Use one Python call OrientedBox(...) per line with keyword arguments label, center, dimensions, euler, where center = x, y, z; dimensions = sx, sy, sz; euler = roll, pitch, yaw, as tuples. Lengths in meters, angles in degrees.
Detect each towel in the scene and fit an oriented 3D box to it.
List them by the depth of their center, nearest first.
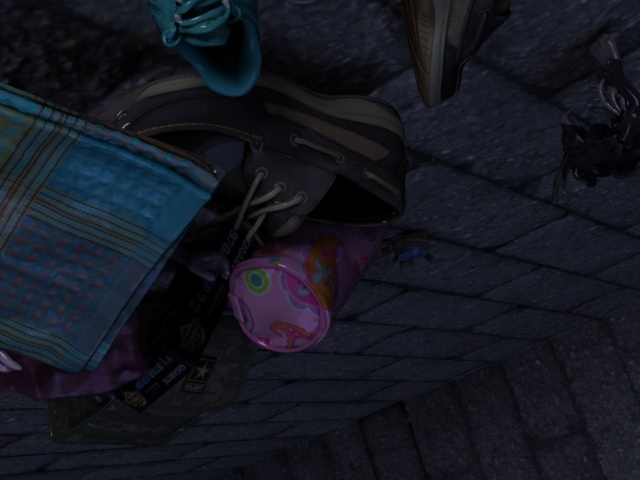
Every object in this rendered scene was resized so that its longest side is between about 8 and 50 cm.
OrientedBox(label="towel", center=(-0.300, -0.021, 0.793), dimensions=(0.370, 0.040, 0.271), euler=(21, 124, -28))

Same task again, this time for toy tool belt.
OrientedBox(label="toy tool belt", center=(0.133, 0.018, 1.525), dimensions=(0.083, 0.051, 0.052), euler=(-12, 160, -14))

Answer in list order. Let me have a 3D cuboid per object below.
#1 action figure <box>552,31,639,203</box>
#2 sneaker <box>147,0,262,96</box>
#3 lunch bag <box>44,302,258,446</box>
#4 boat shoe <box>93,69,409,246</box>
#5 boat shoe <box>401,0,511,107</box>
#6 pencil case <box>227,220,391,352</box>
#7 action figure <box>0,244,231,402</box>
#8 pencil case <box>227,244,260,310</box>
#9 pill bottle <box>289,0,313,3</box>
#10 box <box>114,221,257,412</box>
OrientedBox(label="action figure", center=(0.358, -0.157, 1.119), dimensions=(0.276, 0.141, 0.164), euler=(-31, 164, -6))
OrientedBox(label="sneaker", center=(-0.090, -0.194, 0.682), dimensions=(0.107, 0.109, 0.275), euler=(-19, 160, 6))
OrientedBox(label="lunch bag", center=(-0.260, 0.205, 1.546), dimensions=(0.287, 0.168, 0.235), euler=(-36, 151, 25))
OrientedBox(label="boat shoe", center=(-0.042, -0.071, 0.914), dimensions=(0.356, 0.130, 0.132), euler=(-1, 155, -38))
OrientedBox(label="boat shoe", center=(0.120, -0.208, 0.836), dimensions=(0.092, 0.102, 0.285), euler=(-12, 155, 1))
OrientedBox(label="pencil case", center=(0.000, 0.000, 1.079), dimensions=(0.124, 0.124, 0.284), euler=(-32, -164, 36))
OrientedBox(label="action figure", center=(-0.269, 0.016, 1.056), dimensions=(0.248, 0.275, 0.370), euler=(-12, 141, -29))
OrientedBox(label="pencil case", center=(-0.038, 0.030, 1.363), dimensions=(0.209, 0.095, 0.098), euler=(-27, 130, 27))
OrientedBox(label="pill bottle", center=(-0.017, -0.224, 0.759), dimensions=(0.043, 0.043, 0.083), euler=(-17, 161, -1))
OrientedBox(label="box", center=(-0.177, 0.098, 1.271), dimensions=(0.051, 0.220, 0.175), euler=(34, 139, -14))
